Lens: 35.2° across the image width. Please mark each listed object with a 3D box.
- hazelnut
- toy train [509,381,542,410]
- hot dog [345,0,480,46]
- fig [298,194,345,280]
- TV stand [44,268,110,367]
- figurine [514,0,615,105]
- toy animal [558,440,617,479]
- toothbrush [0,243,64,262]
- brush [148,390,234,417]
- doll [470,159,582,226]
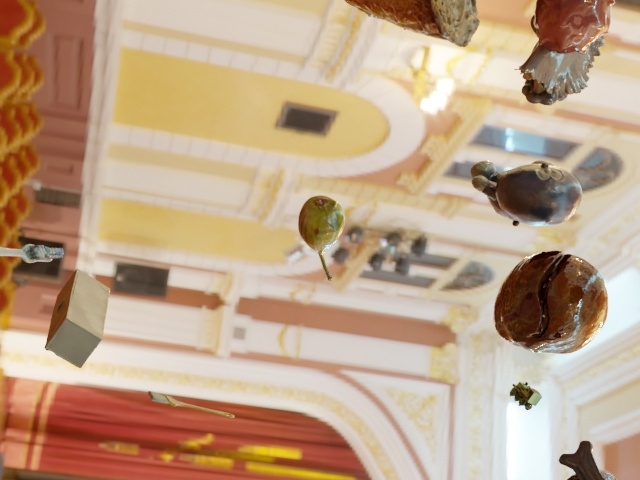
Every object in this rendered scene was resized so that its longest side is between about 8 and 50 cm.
[{"bbox_3d":[0.455,0.137,1.986,0.234,0.218,0.218,147,-48,-66],"label":"hazelnut"},{"bbox_3d":[0.472,0.356,2.329,0.053,0.033,0.083,-55,-152,9],"label":"toy train"},{"bbox_3d":[0.162,-0.628,2.251,0.365,0.196,0.367,20,-38,44],"label":"hot dog"},{"bbox_3d":[-0.004,0.001,1.862,0.093,0.093,0.166,-116,-146,-71],"label":"fig"},{"bbox_3d":[-0.494,0.155,2.057,0.083,0.088,0.269,-51,-162,9],"label":"TV stand"},{"bbox_3d":[0.474,-0.420,1.963,0.166,0.207,0.387,59,-16,31],"label":"figurine"},{"bbox_3d":[0.480,0.458,1.787,0.210,0.117,0.121,49,7,-50],"label":"toy animal"},{"bbox_3d":[-0.506,0.009,1.373,0.386,0.040,0.040,8,92,-57],"label":"toothbrush"},{"bbox_3d":[-0.294,0.381,2.317,0.083,0.205,0.011,-173,-80,-73],"label":"brush"},{"bbox_3d":[0.446,-0.107,2.151,0.258,0.228,0.154,174,-81,-81],"label":"doll"}]
